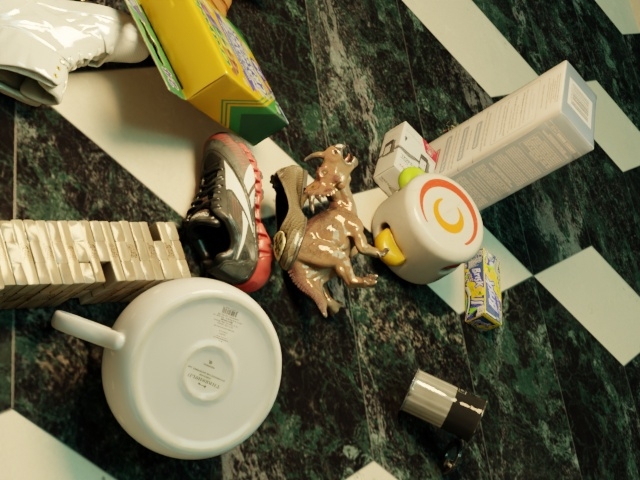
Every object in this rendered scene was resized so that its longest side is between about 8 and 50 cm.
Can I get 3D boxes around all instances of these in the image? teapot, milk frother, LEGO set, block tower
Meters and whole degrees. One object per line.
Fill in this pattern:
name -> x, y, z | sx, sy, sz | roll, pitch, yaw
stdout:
teapot -> -0.192, 0.162, 1.371 | 0.252, 0.187, 0.256 | -28, 107, -27
milk frother -> 0.201, 0.320, 1.804 | 0.134, 0.129, 0.143 | 24, 72, 8
LEGO set -> 0.298, -0.246, 2.353 | 0.083, 0.023, 0.054 | -15, 76, -39
block tower -> -0.322, 0.031, 1.370 | 0.335, 0.091, 0.097 | -3, 68, -51

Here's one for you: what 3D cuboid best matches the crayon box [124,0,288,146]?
crayon box -> -0.177, -0.290, 1.638 | 0.203, 0.083, 0.323 | 63, 12, 17

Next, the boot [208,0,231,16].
boot -> -0.175, -0.454, 1.847 | 0.283, 0.109, 0.220 | 24, 49, -37

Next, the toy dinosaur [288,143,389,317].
toy dinosaur -> 0.000, 0.000, 1.757 | 0.200, 0.127, 0.296 | 38, 54, -17

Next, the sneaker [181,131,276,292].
sneaker -> -0.154, -0.055, 1.618 | 0.135, 0.097, 0.276 | 13, 58, -48

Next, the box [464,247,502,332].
box -> 0.337, 0.103, 2.135 | 0.059, 0.054, 0.169 | 34, 45, -31

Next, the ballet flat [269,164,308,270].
ballet flat -> -0.057, -0.044, 1.645 | 0.058, 0.084, 0.250 | 21, 37, -15

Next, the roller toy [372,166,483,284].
roller toy -> 0.202, -0.017, 1.977 | 0.191, 0.146, 0.209 | 30, 49, -21

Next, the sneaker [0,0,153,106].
sneaker -> -0.372, -0.262, 1.504 | 0.292, 0.108, 0.169 | 7, 64, -38

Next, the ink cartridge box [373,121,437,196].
ink cartridge box -> 0.175, -0.151, 2.103 | 0.109, 0.063, 0.150 | 42, 40, -23

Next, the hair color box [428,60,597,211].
hair color box -> 0.374, -0.190, 2.102 | 0.113, 0.374, 0.185 | 43, 40, -21
